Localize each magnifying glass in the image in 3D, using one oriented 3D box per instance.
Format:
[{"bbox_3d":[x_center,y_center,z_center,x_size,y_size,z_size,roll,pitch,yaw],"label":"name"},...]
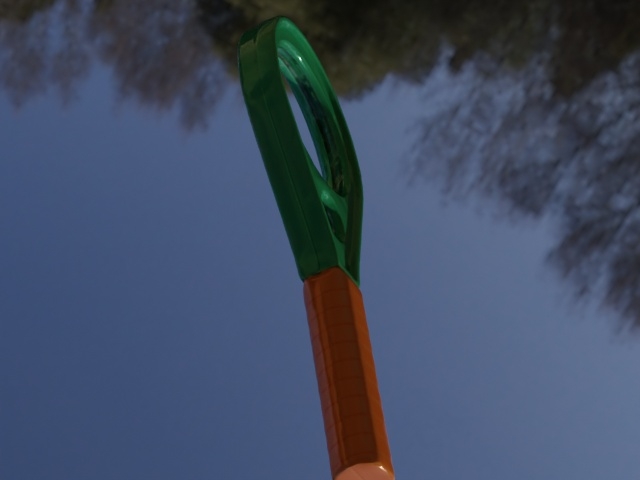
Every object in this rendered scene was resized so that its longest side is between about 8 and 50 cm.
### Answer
[{"bbox_3d":[0.000,0.000,0.677,0.092,0.026,0.231,50,-158,-50],"label":"magnifying glass"}]
